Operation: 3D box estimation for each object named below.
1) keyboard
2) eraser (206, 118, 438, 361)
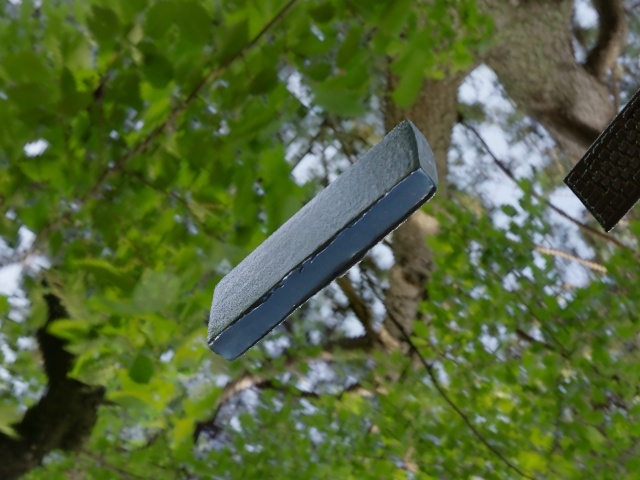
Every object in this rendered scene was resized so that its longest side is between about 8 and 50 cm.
[{"bbox_3d":[0.229,-0.096,0.763,0.198,0.010,0.063,-52,-142,20],"label":"keyboard"},{"bbox_3d":[0.000,0.000,1.343,0.312,0.042,0.144,-40,-160,17],"label":"eraser"}]
